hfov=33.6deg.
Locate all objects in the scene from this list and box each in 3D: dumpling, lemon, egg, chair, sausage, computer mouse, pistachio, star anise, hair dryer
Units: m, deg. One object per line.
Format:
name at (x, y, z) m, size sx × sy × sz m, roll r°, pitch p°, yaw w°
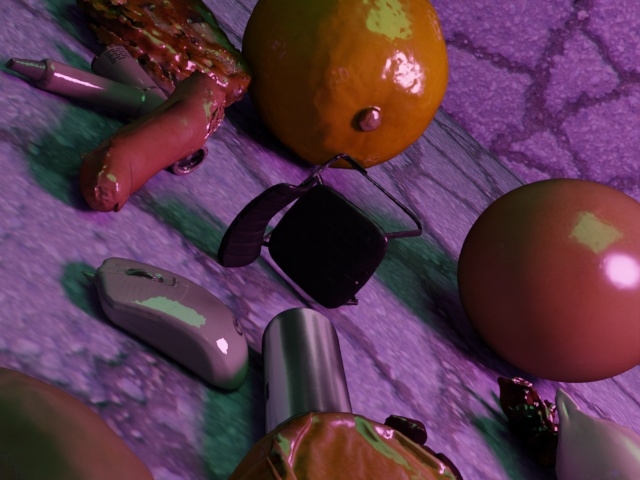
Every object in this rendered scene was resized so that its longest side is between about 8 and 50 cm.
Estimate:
dumpling at (0.357, 0.295, 1.282) m, size 0.252 × 0.131 × 0.179 m, roll 55°, pitch 11°, yaw 26°
lemon at (0.039, -0.273, 1.646) m, size 0.348 × 0.348 × 0.348 m, roll 36°, pitch 19°, yaw -14°
egg at (0.360, 0.057, 1.557) m, size 0.374 × 0.301 × 0.301 m, roll 14°, pitch 31°, yaw -39°
chair at (0.000, 0.000, 1.229) m, size 0.145 × 0.140 × 0.221 m, roll 43°, pitch 20°, yaw 10°
sausage at (-0.181, -0.108, 1.155) m, size 0.078 × 0.078 × 0.304 m, roll 41°, pitch 35°, yaw -2°
computer mouse at (-0.129, 0.063, 0.954) m, size 0.182 × 0.056 × 0.089 m, roll 34°, pitch 15°, yaw -19°
pistachio at (-0.153, 0.162, 0.580) m, size 0.226 × 0.136 × 0.136 m, roll 45°, pitch 17°, yaw 30°
star anise at (0.287, 0.244, 1.374) m, size 0.168 × 0.057 × 0.168 m, roll 45°, pitch 19°, yaw -20°
hair dryer at (-0.253, -0.165, 1.234) m, size 0.195 × 0.053 × 0.220 m, roll 49°, pitch 21°, yaw 22°

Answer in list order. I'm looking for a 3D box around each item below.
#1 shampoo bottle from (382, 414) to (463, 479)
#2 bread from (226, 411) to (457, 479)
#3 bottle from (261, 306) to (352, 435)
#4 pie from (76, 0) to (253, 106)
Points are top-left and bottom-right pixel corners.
shampoo bottle at (0.109, 0.252, 0.981) m, size 0.068 × 0.067 × 0.236 m, roll 53°, pitch 9°, yaw -29°
bread at (0.030, 0.248, 0.714) m, size 0.227 × 0.142 × 0.253 m, roll 31°, pitch 23°, yaw -31°
bottle at (-0.010, 0.157, 0.949) m, size 0.253 × 0.079 × 0.096 m, roll -102°, pitch 177°, yaw -64°
pie at (-0.221, -0.287, 1.525) m, size 0.308 × 0.085 × 0.308 m, roll 33°, pitch 24°, yaw -17°
